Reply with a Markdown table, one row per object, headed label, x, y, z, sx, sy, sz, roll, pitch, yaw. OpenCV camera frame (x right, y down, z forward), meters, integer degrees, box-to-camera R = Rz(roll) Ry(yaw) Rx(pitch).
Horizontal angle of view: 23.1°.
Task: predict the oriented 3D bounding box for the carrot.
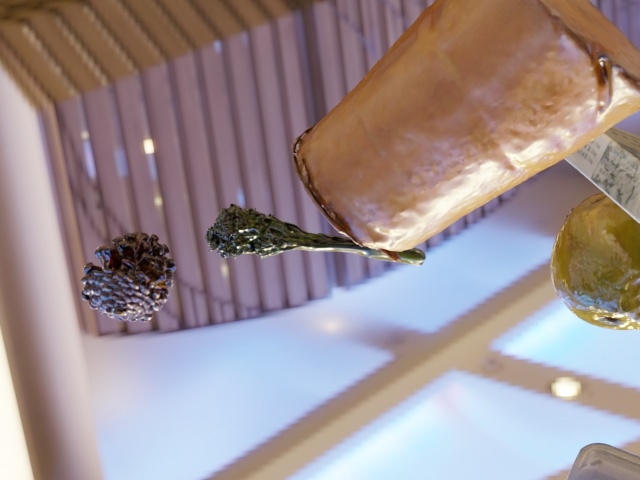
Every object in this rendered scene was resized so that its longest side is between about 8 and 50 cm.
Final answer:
| label | x | y | z | sx | sy | sz | roll | pitch | yaw |
| --- | --- | --- | --- | --- | --- | --- | --- | --- | --- |
| carrot | 0.125 | -0.102 | 1.281 | 0.254 | 0.196 | 0.196 | -44 | -168 | 20 |

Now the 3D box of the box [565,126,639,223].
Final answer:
| label | x | y | z | sx | sy | sz | roll | pitch | yaw |
| --- | --- | --- | --- | --- | --- | --- | --- | --- | --- |
| box | 0.455 | -0.072 | 2.104 | 0.164 | 0.069 | 0.256 | 17 | -161 | -28 |

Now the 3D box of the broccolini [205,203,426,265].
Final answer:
| label | x | y | z | sx | sy | sz | roll | pitch | yaw |
| --- | --- | --- | --- | --- | --- | --- | --- | --- | --- |
| broccolini | 0.000 | 0.000 | 1.545 | 0.239 | 0.051 | 0.054 | 6 | -167 | -28 |

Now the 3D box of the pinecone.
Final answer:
| label | x | y | z | sx | sy | sz | roll | pitch | yaw |
| --- | --- | --- | --- | --- | --- | --- | --- | --- | --- |
| pinecone | -0.205 | 0.042 | 1.708 | 0.102 | 0.102 | 0.109 | 5 | -159 | 28 |

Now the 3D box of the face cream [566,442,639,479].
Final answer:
| label | x | y | z | sx | sy | sz | roll | pitch | yaw |
| --- | --- | --- | --- | --- | --- | --- | --- | --- | --- |
| face cream | 0.411 | 0.335 | 1.641 | 0.336 | 0.163 | 0.080 | 21 | -151 | 15 |

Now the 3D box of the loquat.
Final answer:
| label | x | y | z | sx | sy | sz | roll | pitch | yaw |
| --- | --- | --- | --- | --- | --- | --- | --- | --- | --- |
| loquat | 0.443 | 0.019 | 2.371 | 0.213 | 0.213 | 0.246 | -14 | -144 | -15 |
